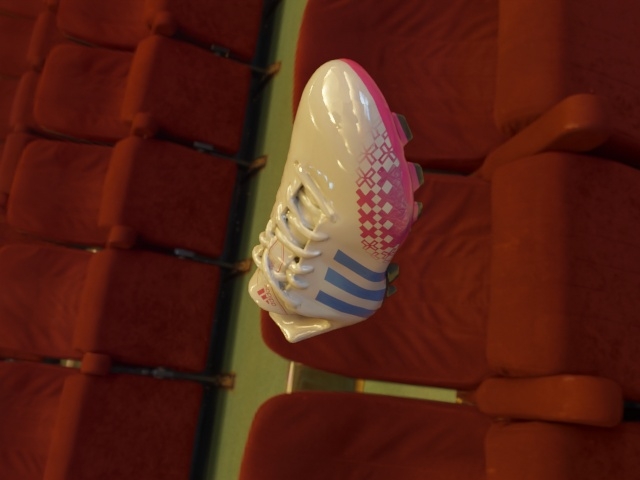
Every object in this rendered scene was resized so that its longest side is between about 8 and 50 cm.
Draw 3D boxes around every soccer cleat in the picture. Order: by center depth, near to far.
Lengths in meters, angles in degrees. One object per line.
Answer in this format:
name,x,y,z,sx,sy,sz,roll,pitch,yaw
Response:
soccer cleat,0.000,0.000,0.523,0.116,0.143,0.331,55,165,30
